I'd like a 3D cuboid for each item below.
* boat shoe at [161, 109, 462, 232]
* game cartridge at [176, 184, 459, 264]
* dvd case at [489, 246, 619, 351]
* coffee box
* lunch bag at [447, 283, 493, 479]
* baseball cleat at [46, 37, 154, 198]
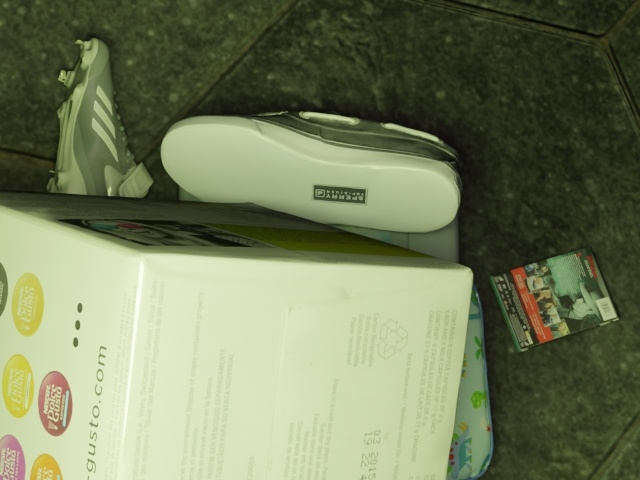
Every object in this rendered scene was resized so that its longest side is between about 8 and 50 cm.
[{"bbox_3d":[-0.006,-0.085,1.931,0.301,0.108,0.102,7,37,2],"label":"boat shoe"},{"bbox_3d":[0.000,0.000,1.979,0.297,0.062,0.198,3,67,-12],"label":"game cartridge"},{"bbox_3d":[0.247,0.062,2.035,0.119,0.013,0.087,-17,76,-17],"label":"dvd case"},{"bbox_3d":[-0.121,0.149,1.630,0.338,0.334,0.337,2,100,-39],"label":"coffee box"},{"bbox_3d":[0.074,0.137,1.898,0.176,0.090,0.219,-7,95,-16],"label":"lunch bag"},{"bbox_3d":[-0.220,-0.101,1.963,0.109,0.072,0.205,16,73,-22],"label":"baseball cleat"}]
